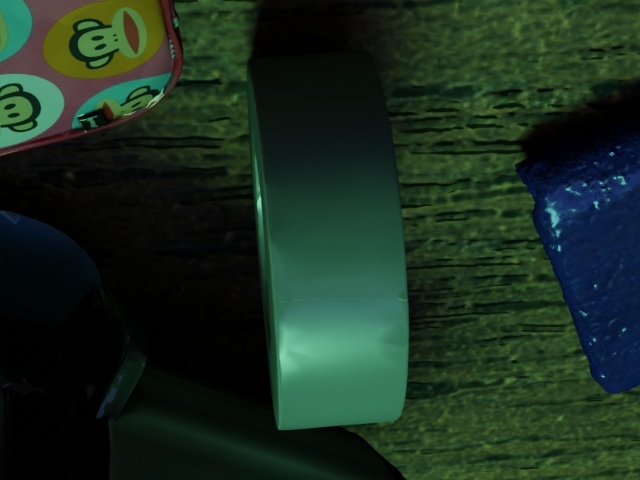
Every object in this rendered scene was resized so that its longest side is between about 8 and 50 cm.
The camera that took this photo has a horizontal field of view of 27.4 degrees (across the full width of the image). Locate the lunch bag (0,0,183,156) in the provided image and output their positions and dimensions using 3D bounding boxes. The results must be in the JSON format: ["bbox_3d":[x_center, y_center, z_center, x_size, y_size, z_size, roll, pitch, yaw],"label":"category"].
[{"bbox_3d":[-0.211,-0.149,0.627,0.258,0.120,0.293,-16,150,-6],"label":"lunch bag"}]

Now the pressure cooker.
[{"bbox_3d":[-0.176,0.251,0.849,0.420,0.370,0.375,25,150,-32],"label":"pressure cooker"}]

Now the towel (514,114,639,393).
[{"bbox_3d":[0.308,-0.024,0.905,0.308,0.076,0.228,-20,125,10],"label":"towel"}]

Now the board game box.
[{"bbox_3d":[-0.234,0.023,0.880,0.168,0.033,0.133,-35,133,26],"label":"board game box"}]

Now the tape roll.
[{"bbox_3d":[0.000,0.000,0.773,0.072,0.219,0.219,-4,133,-4],"label":"tape roll"}]
